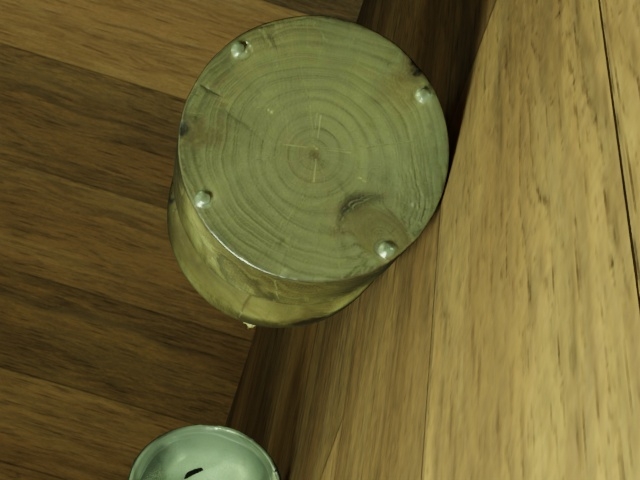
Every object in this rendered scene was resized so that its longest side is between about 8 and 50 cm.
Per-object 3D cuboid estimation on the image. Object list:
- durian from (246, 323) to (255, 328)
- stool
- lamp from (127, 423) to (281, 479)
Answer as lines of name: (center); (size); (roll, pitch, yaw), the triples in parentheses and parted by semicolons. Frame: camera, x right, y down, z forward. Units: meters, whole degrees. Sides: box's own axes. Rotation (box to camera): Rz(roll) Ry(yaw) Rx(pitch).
durian: (0.007, 0.011, 1.541); (0.140, 0.078, 0.224); (-61, 9, -25)
stool: (-0.017, -0.039, 1.224); (0.264, 0.179, 0.179); (127, 160, -79)
lamp: (-0.117, 0.310, 1.696); (0.227, 0.147, 0.172); (98, 161, -49)
